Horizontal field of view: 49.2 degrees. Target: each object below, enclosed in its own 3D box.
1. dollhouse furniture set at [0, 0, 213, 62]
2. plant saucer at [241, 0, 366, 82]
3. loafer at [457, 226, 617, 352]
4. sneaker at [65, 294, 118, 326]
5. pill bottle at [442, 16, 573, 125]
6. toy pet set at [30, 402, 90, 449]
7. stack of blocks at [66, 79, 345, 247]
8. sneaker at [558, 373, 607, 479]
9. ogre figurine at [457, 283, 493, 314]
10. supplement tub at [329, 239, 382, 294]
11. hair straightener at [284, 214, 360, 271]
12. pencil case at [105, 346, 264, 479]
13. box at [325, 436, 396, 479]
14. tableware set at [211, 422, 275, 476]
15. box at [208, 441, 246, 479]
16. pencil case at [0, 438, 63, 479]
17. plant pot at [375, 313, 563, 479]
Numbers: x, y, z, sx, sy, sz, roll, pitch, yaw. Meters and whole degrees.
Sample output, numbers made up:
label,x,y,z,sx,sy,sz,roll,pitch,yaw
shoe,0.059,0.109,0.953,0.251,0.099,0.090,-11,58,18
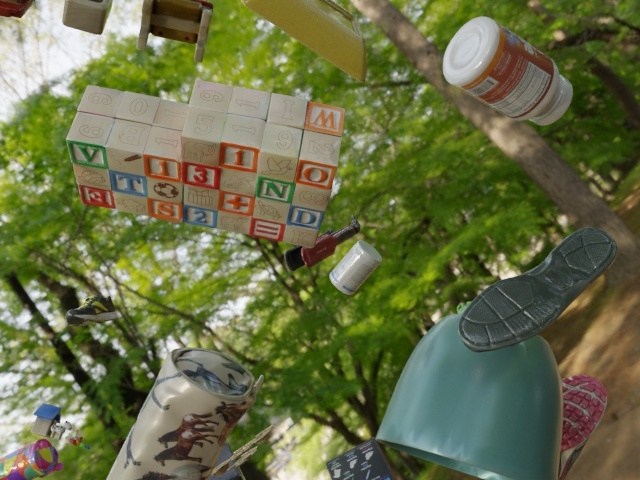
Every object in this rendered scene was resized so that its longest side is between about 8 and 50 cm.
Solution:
label,x,y,z,sx,sy,sz,roll,pitch,yaw
dollhouse furniture set,-0.330,-0.413,0.992,0.152,0.374,0.201,-102,26,-52
plant saucer,-0.019,-0.539,1.669,0.081,0.332,0.333,-52,19,23
loafer,0.318,0.086,1.019,0.267,0.096,0.084,-33,-30,-7
sneaker,-0.280,0.084,0.847,0.031,0.035,0.083,-18,-10,16
pill bottle,0.323,-0.279,1.189,0.216,0.121,0.121,21,-45,-30
toy pet set,-0.547,0.393,1.489,0.122,0.114,0.065,99,-174,-67
stack of blocks,-0.134,-0.097,0.825,0.171,0.297,0.087,106,173,-57
sneaker,0.498,0.414,1.477,0.112,0.121,0.299,18,-76,-56
ogre figurine,0.358,0.132,1.391,0.118,0.197,0.097,-6,-76,-62
supplement tub,0.077,0.060,1.536,0.107,0.071,0.071,-49,-10,19
hair straightener,0.000,0.000,1.324,0.089,0.047,0.230,-13,15,37
pencil case,-0.252,0.382,1.194,0.410,0.183,0.160,-64,9,6
box,0.139,0.651,1.699,0.143,0.270,0.165,-27,-42,-3
tableware set,-0.170,0.458,1.506,0.141,0.020,0.168,-36,-4,25
box,-0.287,0.705,1.688,0.294,0.296,0.183,-26,19,-14
pencil case,-0.809,0.615,1.854,0.236,0.104,0.104,-25,-4,11
plant pot,0.262,0.260,1.158,0.293,0.293,0.235,120,169,-73
